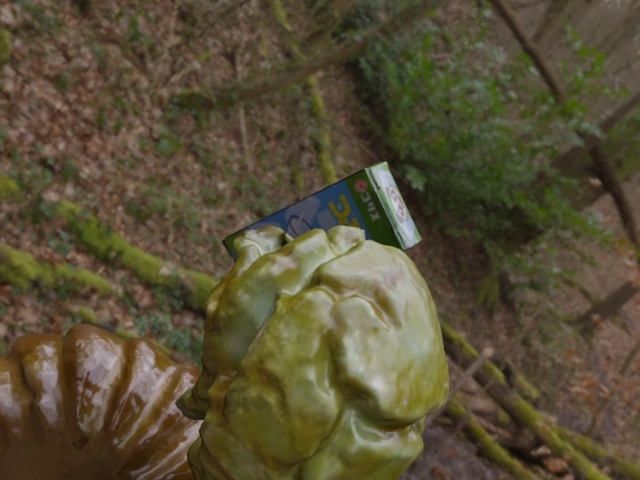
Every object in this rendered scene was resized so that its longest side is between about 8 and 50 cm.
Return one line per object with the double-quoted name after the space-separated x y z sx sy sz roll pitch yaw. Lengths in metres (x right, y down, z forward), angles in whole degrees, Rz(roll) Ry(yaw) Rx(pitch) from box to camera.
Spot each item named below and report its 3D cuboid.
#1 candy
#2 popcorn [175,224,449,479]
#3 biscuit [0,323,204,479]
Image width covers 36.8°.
0.000 0.000 1.026 0.097 0.194 0.062 65 26 0 "candy"
-0.007 0.099 0.679 0.183 0.221 0.204 24 31 4 "popcorn"
-0.222 0.239 0.864 0.326 0.326 0.107 44 0 7 "biscuit"
